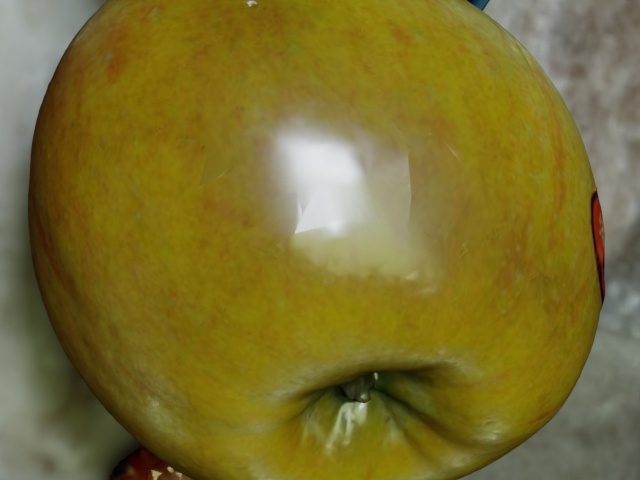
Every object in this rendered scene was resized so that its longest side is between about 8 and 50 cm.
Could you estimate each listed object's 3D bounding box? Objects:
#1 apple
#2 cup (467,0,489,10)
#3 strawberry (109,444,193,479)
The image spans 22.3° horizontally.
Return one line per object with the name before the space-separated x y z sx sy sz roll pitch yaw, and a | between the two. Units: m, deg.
apple | 0.000 0.000 0.511 0.182 0.182 0.155 2 55 -21
cup | -0.003 -0.137 0.553 0.155 0.131 0.176 -16 120 -16
strawberry | -0.045 0.145 0.563 0.104 0.048 0.152 1 75 -15
